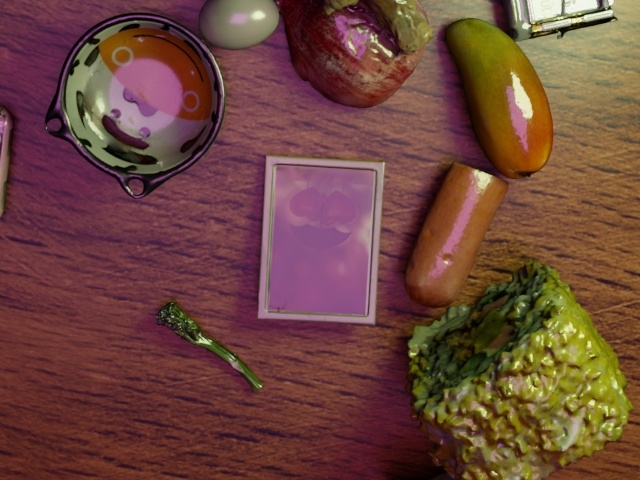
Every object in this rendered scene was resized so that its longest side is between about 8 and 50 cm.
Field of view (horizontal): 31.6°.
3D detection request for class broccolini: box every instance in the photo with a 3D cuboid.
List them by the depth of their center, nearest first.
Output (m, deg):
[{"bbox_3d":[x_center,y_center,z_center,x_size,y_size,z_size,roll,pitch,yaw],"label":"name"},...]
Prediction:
[{"bbox_3d":[-0.197,0.194,2.033,0.239,0.051,0.054,41,91,-17],"label":"broccolini"}]

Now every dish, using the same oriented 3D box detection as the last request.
[{"bbox_3d":[-0.296,-0.238,1.891,0.303,0.120,0.303,-1,102,-3],"label":"dish"}]

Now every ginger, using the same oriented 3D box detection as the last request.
[{"bbox_3d":[0.063,-0.394,1.781,0.290,0.084,0.122,32,96,-15],"label":"ginger"}]

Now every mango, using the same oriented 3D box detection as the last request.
[{"bbox_3d":[0.308,-0.245,1.915,0.129,0.146,0.289,-25,100,-13],"label":"mango"}]

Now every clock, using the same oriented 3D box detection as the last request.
[{"bbox_3d":[0.391,-0.467,1.906,0.186,0.083,0.253,-11,102,-1],"label":"clock"}]

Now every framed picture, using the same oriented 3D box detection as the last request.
[{"bbox_3d":[0.000,0.000,1.991,0.211,0.020,0.289,3,93,-3],"label":"framed picture"}]

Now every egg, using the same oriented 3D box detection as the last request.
[{"bbox_3d":[-0.136,-0.369,1.882,0.135,0.103,0.103,-11,102,2],"label":"egg"}]

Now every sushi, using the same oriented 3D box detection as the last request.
[{"bbox_3d":[0.308,0.233,1.890,0.351,0.396,0.240,-36,103,14],"label":"sushi"}]

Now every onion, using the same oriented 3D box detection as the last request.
[{"bbox_3d":[0.039,-0.354,1.891,0.283,0.120,0.227,28,94,-8],"label":"onion"}]

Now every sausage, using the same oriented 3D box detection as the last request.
[{"bbox_3d":[0.228,-0.006,1.980,0.113,0.113,0.259,23,98,-8],"label":"sausage"}]

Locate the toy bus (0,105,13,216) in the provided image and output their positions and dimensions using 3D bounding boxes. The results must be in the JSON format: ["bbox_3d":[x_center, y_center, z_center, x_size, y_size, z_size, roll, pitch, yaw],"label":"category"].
[{"bbox_3d":[-0.576,-0.131,1.927,0.090,0.063,0.203,9,100,-6],"label":"toy bus"}]

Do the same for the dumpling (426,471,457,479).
[{"bbox_3d":[0.242,0.459,2.012,0.243,0.318,0.187,21,68,-2],"label":"dumpling"}]

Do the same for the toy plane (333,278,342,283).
[{"bbox_3d":[0.051,0.065,2.022,0.083,0.031,0.078,-17,102,0],"label":"toy plane"}]
